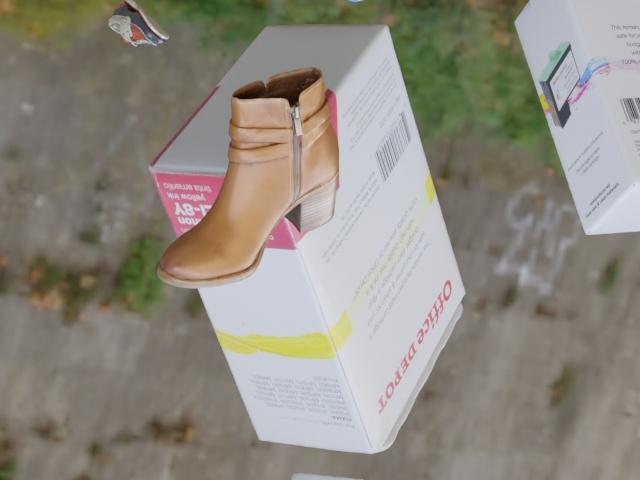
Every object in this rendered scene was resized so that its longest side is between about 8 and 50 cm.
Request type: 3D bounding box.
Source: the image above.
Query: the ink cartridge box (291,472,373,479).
[{"bbox_3d":[0.089,0.468,1.939,0.308,0.385,0.091,2,167,27],"label":"ink cartridge box"}]

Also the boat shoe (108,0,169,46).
[{"bbox_3d":[-0.217,-0.251,2.057,0.049,0.043,0.137,45,180,-31],"label":"boat shoe"}]

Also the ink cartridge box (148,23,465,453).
[{"bbox_3d":[0.000,0.000,1.878,0.160,0.385,0.279,3,-140,30],"label":"ink cartridge box"}]

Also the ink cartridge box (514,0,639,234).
[{"bbox_3d":[0.353,-0.158,1.885,0.201,0.278,0.117,-4,154,-24],"label":"ink cartridge box"}]

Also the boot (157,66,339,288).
[{"bbox_3d":[-0.067,-0.056,1.497,0.197,0.152,0.073,-32,-134,-32],"label":"boot"}]
